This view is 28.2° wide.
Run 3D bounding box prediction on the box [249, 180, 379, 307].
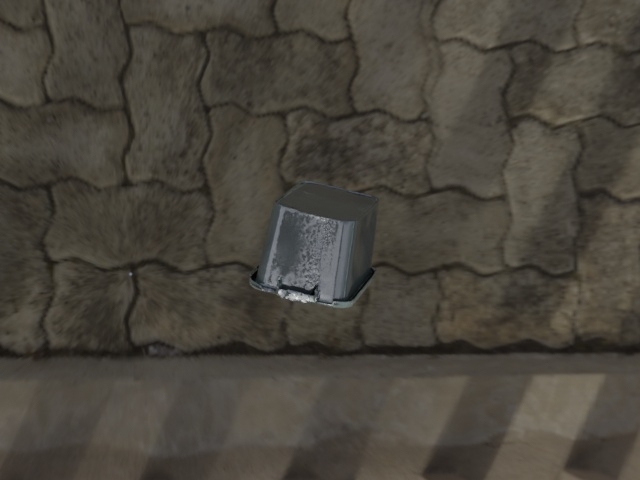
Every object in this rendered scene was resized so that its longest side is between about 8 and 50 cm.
[{"bbox_3d":[0.000,0.000,0.990,0.084,0.122,0.069,12,106,10],"label":"box"}]
